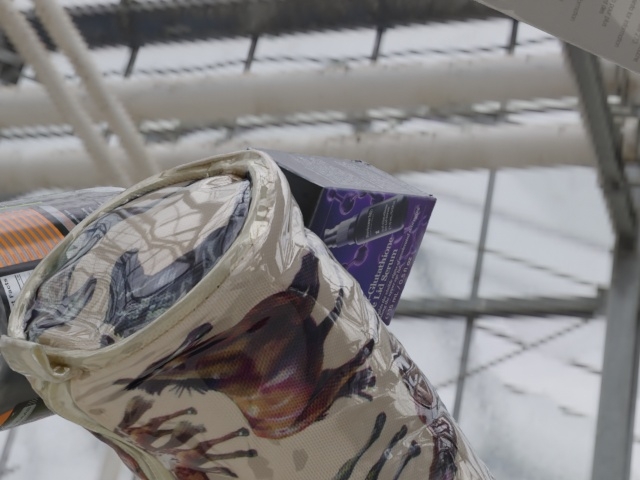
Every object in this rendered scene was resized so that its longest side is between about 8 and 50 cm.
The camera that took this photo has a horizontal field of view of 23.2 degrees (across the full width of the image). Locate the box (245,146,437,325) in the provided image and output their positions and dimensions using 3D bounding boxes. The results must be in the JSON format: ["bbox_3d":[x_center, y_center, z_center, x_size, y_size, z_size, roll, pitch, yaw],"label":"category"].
[{"bbox_3d":[0.000,0.000,1.581,0.108,0.153,0.207,28,16,34],"label":"box"}]

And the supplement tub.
[{"bbox_3d":[-0.271,0.063,1.340,0.193,0.194,0.316,-17,-3,38],"label":"supplement tub"}]

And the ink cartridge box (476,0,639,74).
[{"bbox_3d":[0.253,-0.151,0.836,0.371,0.069,0.176,28,-54,17],"label":"ink cartridge box"}]

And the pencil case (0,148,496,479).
[{"bbox_3d":[-0.010,0.134,0.867,0.159,0.183,0.410,2,-42,40],"label":"pencil case"}]
